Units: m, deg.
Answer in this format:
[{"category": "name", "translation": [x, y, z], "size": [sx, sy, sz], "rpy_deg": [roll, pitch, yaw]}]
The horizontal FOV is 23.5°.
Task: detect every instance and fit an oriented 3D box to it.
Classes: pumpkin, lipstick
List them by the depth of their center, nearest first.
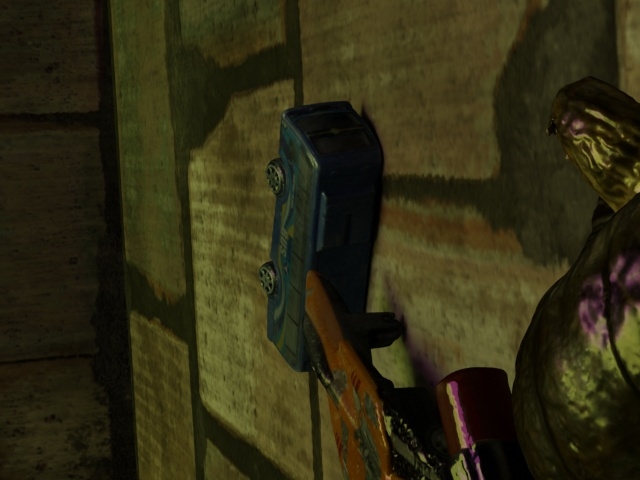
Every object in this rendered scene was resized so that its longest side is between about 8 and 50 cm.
[{"category": "pumpkin", "translation": [0.150, 0.020, 0.685], "size": [0.131, 0.126, 0.248], "rpy_deg": [120, 144, -61]}, {"category": "lipstick", "translation": [0.124, 0.218, 0.923], "size": [0.081, 0.081, 0.300], "rpy_deg": [112, 149, -59]}]

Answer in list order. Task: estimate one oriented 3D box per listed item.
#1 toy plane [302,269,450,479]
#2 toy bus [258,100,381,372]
[{"category": "toy plane", "translation": [0.046, 0.137, 1.175], "size": [0.316, 0.103, 0.204], "rpy_deg": [-100, 17, -45]}, {"category": "toy bus", "translation": [0.003, 0.000, 1.335], "size": [0.094, 0.079, 0.237], "rpy_deg": [44, 139, 44]}]
